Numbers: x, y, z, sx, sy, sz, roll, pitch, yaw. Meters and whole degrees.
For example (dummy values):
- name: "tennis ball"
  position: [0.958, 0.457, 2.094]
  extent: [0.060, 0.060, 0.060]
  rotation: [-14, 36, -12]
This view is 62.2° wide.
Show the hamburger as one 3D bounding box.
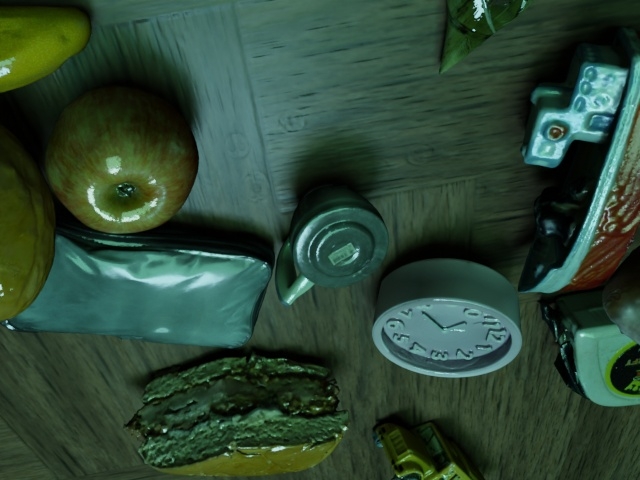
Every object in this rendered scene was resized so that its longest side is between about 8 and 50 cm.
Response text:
- name: "hamburger"
  position: [-0.110, 0.271, 0.803]
  extent: [0.282, 0.155, 0.245]
  rotation: [-28, 135, 19]

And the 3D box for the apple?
- name: "apple"
  position: [-0.192, -0.077, 0.520]
  extent: [0.146, 0.131, 0.146]
  rotation: [-7, 129, -9]

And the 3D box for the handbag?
- name: "handbag"
  position: [-0.229, 0.060, 0.666]
  extent: [0.332, 0.075, 0.192]
  rotation: [7, 130, -18]

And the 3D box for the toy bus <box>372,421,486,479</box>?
- name: "toy bus"
  position: [0.228, 0.451, 1.018]
  extent: [0.123, 0.121, 0.335]
  rotation: [-35, 126, 7]

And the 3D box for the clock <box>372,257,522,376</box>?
- name: "clock"
  position: [0.172, 0.112, 0.731]
  extent: [0.197, 0.068, 0.197]
  rotation: [7, 139, 6]

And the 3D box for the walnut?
- name: "walnut"
  position: [-0.299, -0.022, 0.502]
  extent: [0.087, 0.167, 0.211]
  rotation: [-11, 109, -29]

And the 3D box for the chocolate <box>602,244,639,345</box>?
- name: "chocolate"
  position: [0.472, 0.030, 0.610]
  extent: [0.303, 0.185, 0.100]
  rotation: [-31, 138, -28]

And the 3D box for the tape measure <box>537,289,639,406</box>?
- name: "tape measure"
  position: [0.462, 0.167, 0.838]
  extent: [0.235, 0.115, 0.207]
  rotation: [-9, 124, 3]

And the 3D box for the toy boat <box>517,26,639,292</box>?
- name: "toy boat"
  position: [0.288, -0.063, 0.611]
  extent: [0.133, 0.145, 0.332]
  rotation: [10, 128, 13]

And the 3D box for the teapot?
- name: "teapot"
  position: [0.011, -0.001, 0.630]
  extent: [0.111, 0.108, 0.149]
  rotation: [5, 123, -16]

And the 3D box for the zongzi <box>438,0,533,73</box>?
- name: "zongzi"
  position: [0.129, -0.230, 0.509]
  extent: [0.104, 0.052, 0.113]
  rotation: [38, 127, -24]

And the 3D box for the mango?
- name: "mango"
  position: [-0.296, -0.163, 0.456]
  extent: [0.190, 0.098, 0.075]
  rotation: [-10, 138, -8]
